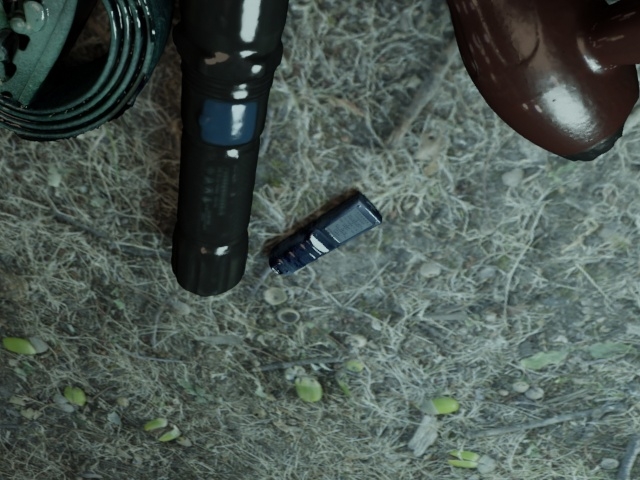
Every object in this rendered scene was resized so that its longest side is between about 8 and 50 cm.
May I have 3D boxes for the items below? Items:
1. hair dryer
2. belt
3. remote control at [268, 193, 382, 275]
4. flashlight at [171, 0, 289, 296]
[{"bbox_3d":[0.221,-0.188,0.514,0.312,0.123,0.340,47,157,-29],"label":"hair dryer"},{"bbox_3d":[-0.237,-0.213,0.663,0.267,0.116,0.206,-32,121,33],"label":"belt"},{"bbox_3d":[0.000,-0.001,0.855,0.152,0.027,0.043,-32,113,28],"label":"remote control"},{"bbox_3d":[-0.098,-0.106,0.748,0.103,0.103,0.424,12,132,0],"label":"flashlight"}]
